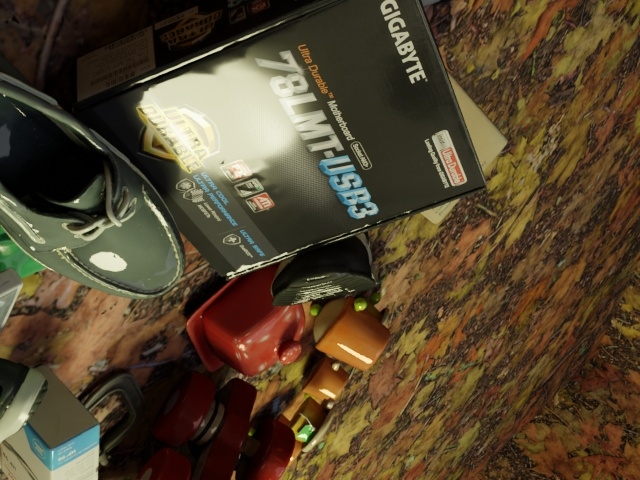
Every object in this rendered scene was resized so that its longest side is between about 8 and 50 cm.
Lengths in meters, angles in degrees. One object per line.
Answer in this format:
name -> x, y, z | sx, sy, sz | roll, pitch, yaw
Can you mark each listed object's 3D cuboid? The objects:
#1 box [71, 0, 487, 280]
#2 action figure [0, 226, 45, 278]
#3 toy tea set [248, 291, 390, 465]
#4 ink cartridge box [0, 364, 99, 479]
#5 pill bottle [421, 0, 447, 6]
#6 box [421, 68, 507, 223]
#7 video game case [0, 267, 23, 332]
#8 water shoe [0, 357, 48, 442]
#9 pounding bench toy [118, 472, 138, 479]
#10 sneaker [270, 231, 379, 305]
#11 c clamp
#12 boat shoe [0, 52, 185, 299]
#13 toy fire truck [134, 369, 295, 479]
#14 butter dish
box -> -0.023, -0.103, 0.825 | 0.294, 0.073, 0.295 | -18, 143, 11
action figure -> -0.239, -0.020, 0.805 | 0.232, 0.063, 0.137 | -17, 135, -43
toy tea set -> -0.018, 0.211, 1.421 | 0.336, 0.124, 0.200 | -55, -177, -1
ink cartridge box -> -0.296, 0.236, 0.980 | 0.060, 0.104, 0.180 | -28, 144, -39
pill bottle -> 0.124, -0.326, 0.873 | 0.323, 0.181, 0.181 | -25, 143, -43
box -> 0.077, -0.150, 1.024 | 0.148, 0.121, 0.311 | -51, 145, 8
video game case -> -0.340, 0.100, 0.746 | 0.173, 0.022, 0.190 | -33, 175, -34
water shoe -> -0.337, 0.165, 0.867 | 0.203, 0.080, 0.073 | -40, -159, 33
pounding bench toy -> -0.280, 0.336, 1.182 | 0.083, 0.065, 0.052 | -74, 179, -53
sneaker -> 0.000, 0.000, 1.081 | 0.123, 0.146, 0.330 | -10, 179, 4
c clamp -> -0.269, 0.232, 1.108 | 0.137, 0.022, 0.160 | -37, 150, -27
boat shoe -> -0.201, -0.035, 0.700 | 0.116, 0.099, 0.319 | -43, 135, -6
toy fire truck -> -0.179, 0.332, 1.180 | 0.254, 0.169, 0.302 | -43, -159, 35
butter dish -> -0.074, 0.115, 1.166 | 0.160, 0.118, 0.160 | -43, 151, -20
